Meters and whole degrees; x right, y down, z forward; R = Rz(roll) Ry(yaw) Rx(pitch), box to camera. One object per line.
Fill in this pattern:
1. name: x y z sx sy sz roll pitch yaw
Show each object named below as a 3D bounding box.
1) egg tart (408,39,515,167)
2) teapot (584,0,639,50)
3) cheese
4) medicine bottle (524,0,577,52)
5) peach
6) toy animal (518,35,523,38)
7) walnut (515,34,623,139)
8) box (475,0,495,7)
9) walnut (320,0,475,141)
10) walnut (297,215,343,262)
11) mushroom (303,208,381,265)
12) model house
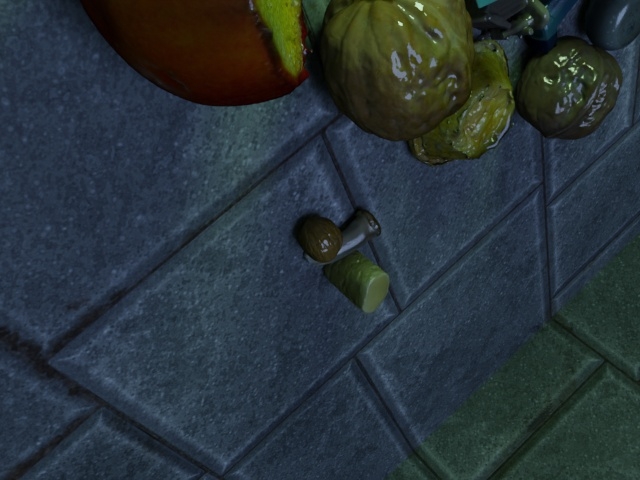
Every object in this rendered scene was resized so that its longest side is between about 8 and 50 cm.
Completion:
1. egg tart: 0.370 -0.322 1.669 0.345 0.132 0.345 -25 136 -27
2. teapot: 0.804 -0.620 1.843 0.193 0.129 0.294 -49 142 1
3. cheese: 0.091 0.095 1.730 0.093 0.167 0.123 0 120 -41
4. medicine bottle: 0.602 -0.605 1.686 0.258 0.079 0.124 -54 140 6
5. peach: -0.168 -0.375 0.924 0.406 0.310 0.335 58 39 -63
6. toy animal: 0.467 -0.577 1.573 0.233 0.084 0.148 -48 143 5
7. walnut: 0.654 -0.400 1.801 0.273 0.227 0.273 -24 134 -28
8. box: 0.361 -0.555 1.322 0.162 0.229 0.041 -20 132 19
9. walnut: 0.153 -0.350 1.297 0.306 0.306 0.344 -44 150 -5
10. walnut: 0.000 0.000 1.609 0.105 0.105 0.124 -36 125 -16
11. mushroom: 0.056 0.000 1.698 0.209 0.071 0.084 -33 136 -15
12. model house: 0.332 -0.479 1.410 0.188 0.229 0.122 -27 122 -32
